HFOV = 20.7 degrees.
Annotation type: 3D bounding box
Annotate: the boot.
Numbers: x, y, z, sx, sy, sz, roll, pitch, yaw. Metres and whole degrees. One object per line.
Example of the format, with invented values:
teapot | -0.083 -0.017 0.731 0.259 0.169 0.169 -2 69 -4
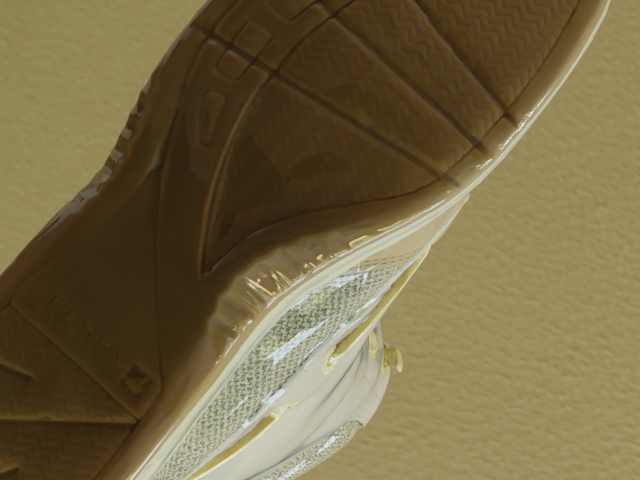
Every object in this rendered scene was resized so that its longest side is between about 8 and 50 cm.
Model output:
boot | 0.000 0.000 0.593 0.095 0.203 0.262 42 -87 15
